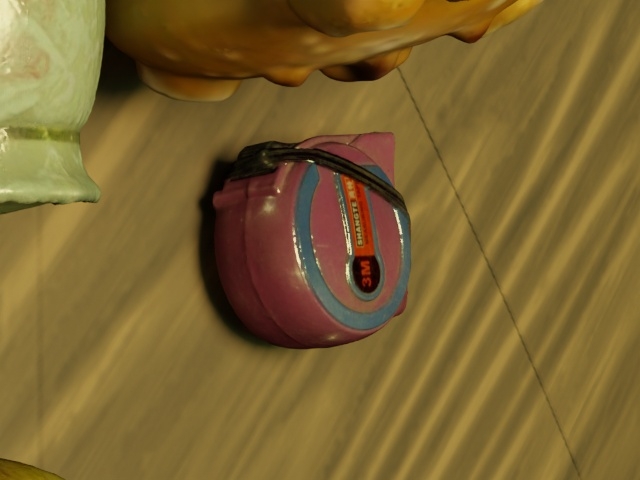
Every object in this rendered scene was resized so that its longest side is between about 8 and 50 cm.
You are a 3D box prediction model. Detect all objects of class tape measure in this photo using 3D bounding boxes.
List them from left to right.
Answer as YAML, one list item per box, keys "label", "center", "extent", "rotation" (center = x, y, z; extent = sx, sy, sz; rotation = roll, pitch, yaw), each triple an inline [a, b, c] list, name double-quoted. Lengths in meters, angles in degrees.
- label: "tape measure"
  center: [0.000, 0.000, 1.017]
  extent: [0.125, 0.074, 0.118]
  rotation: [-3, 84, -48]

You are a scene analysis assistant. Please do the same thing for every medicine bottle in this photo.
- label: "medicine bottle"
  center: [-0.168, -0.079, 0.813]
  extent: [0.147, 0.147, 0.143]
  rotation: [-2, 92, -43]

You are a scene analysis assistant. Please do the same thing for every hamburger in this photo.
- label: "hamburger"
  center: [0.012, -0.169, 0.884]
  extent: [0.261, 0.303, 0.186]
  rotation: [-16, 94, -22]

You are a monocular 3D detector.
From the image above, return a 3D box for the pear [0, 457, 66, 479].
- label: "pear"
  center: [-0.172, 0.236, 0.697]
  extent: [0.304, 0.304, 0.304]
  rotation: [3, 85, -43]
